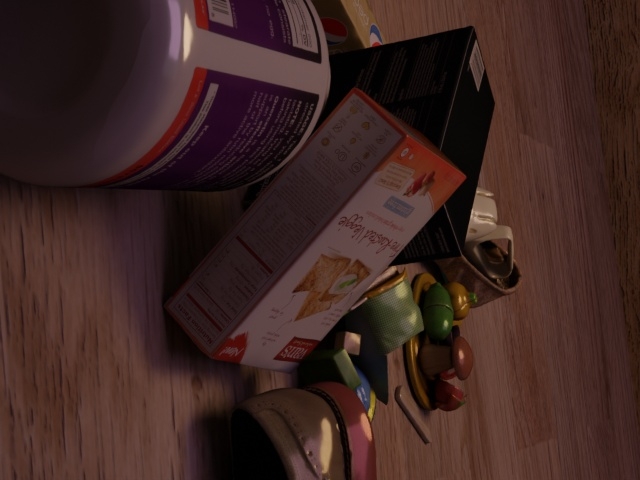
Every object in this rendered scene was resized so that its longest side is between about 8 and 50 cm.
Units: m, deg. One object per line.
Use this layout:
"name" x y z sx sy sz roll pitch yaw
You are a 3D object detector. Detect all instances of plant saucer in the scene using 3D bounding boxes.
"plant saucer" 0.039 0.068 1.413 0.195 0.037 0.194 174 -90 -87

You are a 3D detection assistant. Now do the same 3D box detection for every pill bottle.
"pill bottle" -0.108 -0.124 0.971 0.323 0.182 0.181 -2 84 -69

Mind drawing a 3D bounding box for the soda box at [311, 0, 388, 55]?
"soda box" 0.023 -0.224 1.507 0.181 0.058 0.061 59 31 -46

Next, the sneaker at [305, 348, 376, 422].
"sneaker" 0.001 0.195 1.294 0.082 0.069 0.209 49 36 -40

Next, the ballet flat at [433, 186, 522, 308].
"ballet flat" 0.175 -0.015 1.749 0.316 0.106 0.107 46 40 -55

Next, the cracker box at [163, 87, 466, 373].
"cracker box" 0.000 0.000 1.155 0.067 0.232 0.156 46 10 23

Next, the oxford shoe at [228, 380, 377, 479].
"oxford shoe" -0.026 0.292 1.161 0.130 0.123 0.348 3 77 -45

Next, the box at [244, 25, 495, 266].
"box" 0.055 -0.087 1.367 0.261 0.184 0.103 -70 147 -50

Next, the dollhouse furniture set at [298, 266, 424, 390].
"dollhouse furniture set" 0.049 0.077 1.269 0.152 0.059 0.076 -34 106 -35

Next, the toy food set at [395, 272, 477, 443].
"toy food set" 0.153 0.131 1.686 0.218 0.071 0.128 -77 150 -42
